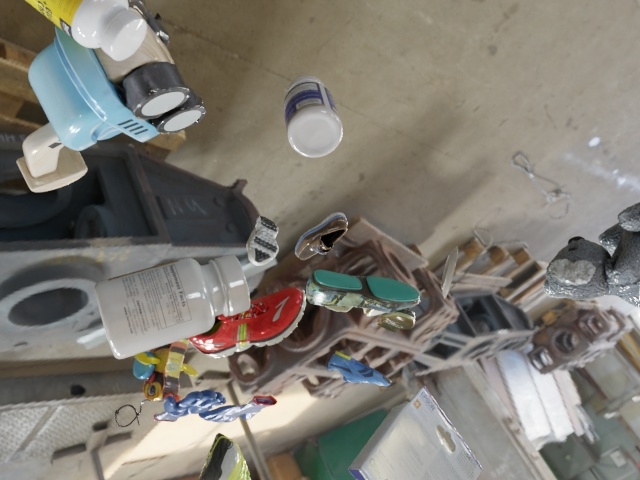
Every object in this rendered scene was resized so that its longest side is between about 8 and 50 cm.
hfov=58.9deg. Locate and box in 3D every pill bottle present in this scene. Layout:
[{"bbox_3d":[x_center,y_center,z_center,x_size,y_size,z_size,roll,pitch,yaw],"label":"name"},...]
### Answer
[{"bbox_3d":[-0.242,0.100,0.944,0.229,0.131,0.131,-16,147,-19],"label":"pill bottle"},{"bbox_3d":[-0.028,-0.366,1.631,0.153,0.264,0.153,-4,128,-5],"label":"pill bottle"},{"bbox_3d":[-0.355,-0.354,0.842,0.103,0.184,0.103,-51,179,-1],"label":"pill bottle"}]

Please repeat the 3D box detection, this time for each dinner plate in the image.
[{"bbox_3d":[0.333,0.082,1.473,0.017,0.141,0.141,12,147,8],"label":"dinner plate"}]

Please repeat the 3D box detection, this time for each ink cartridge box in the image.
[{"bbox_3d":[0.185,0.430,1.064,0.224,0.223,0.045,-38,-174,-38],"label":"ink cartridge box"}]

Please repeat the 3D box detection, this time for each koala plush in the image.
[{"bbox_3d":[0.550,0.056,1.105,0.221,0.203,0.196,-13,163,9],"label":"koala plush"}]

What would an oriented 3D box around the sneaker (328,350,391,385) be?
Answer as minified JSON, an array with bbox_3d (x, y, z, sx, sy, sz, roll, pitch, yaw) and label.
[{"bbox_3d":[0.124,0.436,1.839,0.069,0.209,0.082,90,25,-77],"label":"sneaker"}]

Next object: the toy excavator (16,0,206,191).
[{"bbox_3d":[-0.469,-0.254,1.120,0.445,0.222,0.433,-26,179,0],"label":"toy excavator"}]

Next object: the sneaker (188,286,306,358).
[{"bbox_3d":[-0.162,0.166,1.195,0.279,0.107,0.118,-26,133,14],"label":"sneaker"}]

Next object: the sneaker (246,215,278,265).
[{"bbox_3d":[-0.223,0.024,2.083,0.110,0.292,0.118,33,112,-14],"label":"sneaker"}]

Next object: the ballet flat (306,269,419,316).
[{"bbox_3d":[0.064,0.089,0.907,0.189,0.070,0.070,13,135,-15],"label":"ballet flat"}]

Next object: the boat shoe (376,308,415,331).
[{"bbox_3d":[0.133,0.129,1.002,0.056,0.049,0.152,22,165,-4],"label":"boat shoe"}]

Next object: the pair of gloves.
[{"bbox_3d":[-0.182,0.280,0.952,0.198,0.023,0.159,21,140,-40],"label":"pair of gloves"}]

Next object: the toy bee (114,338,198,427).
[{"bbox_3d":[-0.398,0.353,1.469,0.195,0.162,0.298,0,98,-49],"label":"toy bee"}]

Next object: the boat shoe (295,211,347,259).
[{"bbox_3d":[0.000,0.000,1.536,0.066,0.066,0.183,26,122,-35],"label":"boat shoe"}]

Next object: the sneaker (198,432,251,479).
[{"bbox_3d":[-0.200,0.554,1.282,0.147,0.145,0.384,19,141,3],"label":"sneaker"}]
